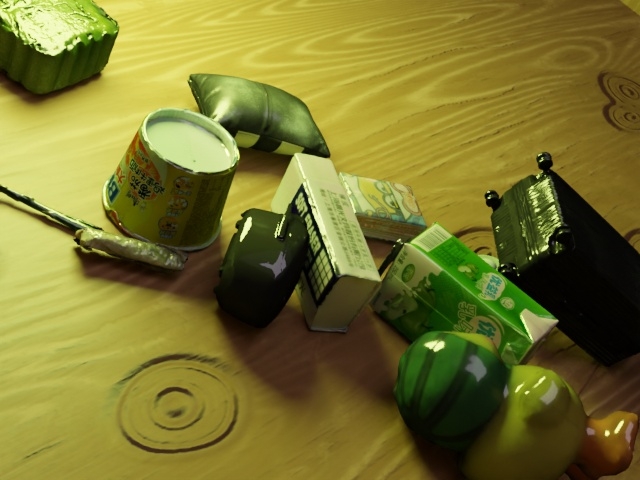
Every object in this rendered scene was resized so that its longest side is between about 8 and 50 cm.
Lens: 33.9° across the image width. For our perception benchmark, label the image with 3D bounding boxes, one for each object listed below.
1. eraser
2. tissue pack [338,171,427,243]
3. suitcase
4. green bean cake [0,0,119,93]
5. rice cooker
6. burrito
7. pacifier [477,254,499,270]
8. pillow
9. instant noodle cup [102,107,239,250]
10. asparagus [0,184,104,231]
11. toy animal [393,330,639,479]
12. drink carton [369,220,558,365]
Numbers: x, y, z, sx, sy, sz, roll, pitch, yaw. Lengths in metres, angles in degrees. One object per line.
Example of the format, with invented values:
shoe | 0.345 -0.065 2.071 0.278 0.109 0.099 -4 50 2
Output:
eraser | 0.000 0.000 1.690 0.086 0.130 0.287 8 40 -28
tissue pack | 0.102 -0.058 1.879 0.155 0.065 0.115 9 42 -25
suitcase | 0.451 0.043 1.840 0.335 0.152 0.229 37 32 -28
green bean cake | -0.476 -0.360 1.806 0.200 0.113 0.214 42 38 12
rice cooker | -0.086 0.034 1.580 0.118 0.142 0.203 19 45 -1
burrito | -0.277 0.015 1.552 0.171 0.042 0.051 18 10 -22
pacifier | 0.292 0.070 1.809 0.127 0.116 0.150 -18 53 -5
pillow | -0.109 -0.226 1.903 0.250 0.106 0.186 10 33 -28
instant noodle cup | -0.222 -0.100 1.639 0.205 0.153 0.205 19 39 -16
asparagus | -0.429 -0.054 1.554 0.233 0.023 0.022 24 -8 -8
toy animal | 0.259 0.259 1.506 0.338 0.216 0.191 28 71 7
drink carton | 0.218 0.116 1.677 0.271 0.161 0.108 40 38 18
